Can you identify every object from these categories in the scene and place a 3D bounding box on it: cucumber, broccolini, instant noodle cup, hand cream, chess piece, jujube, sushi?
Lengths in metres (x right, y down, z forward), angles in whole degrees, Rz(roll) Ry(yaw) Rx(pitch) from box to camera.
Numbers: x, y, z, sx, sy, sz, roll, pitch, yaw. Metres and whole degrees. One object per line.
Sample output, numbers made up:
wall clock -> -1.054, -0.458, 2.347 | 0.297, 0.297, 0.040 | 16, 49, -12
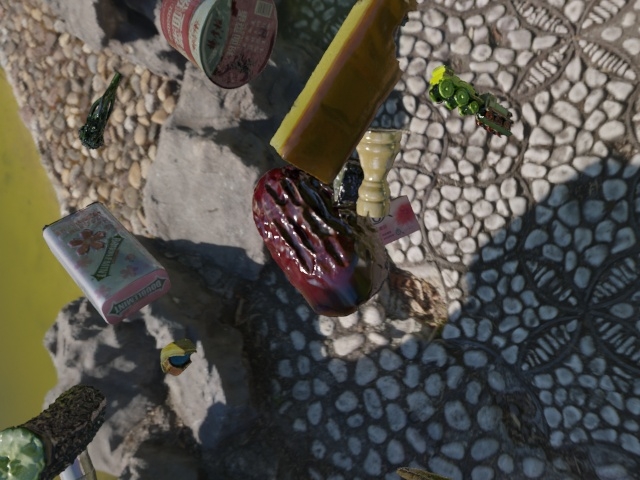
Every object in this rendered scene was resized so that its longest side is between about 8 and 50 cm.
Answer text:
cucumber -> -0.225, 0.165, 0.463 | 0.058, 0.187, 0.058 | 1, 86, -9
broccolini -> -0.547, -0.324, 1.357 | 0.068, 0.091, 0.203 | 19, 91, 5
instant noodle cup -> -0.239, -0.486, 1.246 | 0.178, 0.234, 0.235 | 33, 91, 26
hand cream -> -0.494, 0.612, 1.197 | 0.070, 0.111, 0.313 | -20, 94, -24
chess piece -> 0.078, -0.096, 0.772 | 0.066, 0.066, 0.122 | 11, 111, 20
jujube -> 0.000, 0.000, 1.247 | 0.258, 0.258, 0.377 | -33, 71, 10
sushi -> 0.066, -0.097, 0.962 | 0.084, 0.098, 0.094 | 12, 108, -6

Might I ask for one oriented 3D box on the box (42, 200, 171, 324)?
box -> -0.581, 0.045, 1.470 | 0.190, 0.112, 0.369 | -34, 55, -29

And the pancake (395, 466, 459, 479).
pancake -> 0.238, 0.461, 1.037 | 0.199, 0.199, 0.021 | 7, 72, 19

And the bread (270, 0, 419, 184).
bread -> 0.035, -0.180, 0.626 | 0.226, 0.088, 0.049 | -56, 37, 10

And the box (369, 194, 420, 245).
box -> 0.190, -0.052, 1.521 | 0.156, 0.060, 0.112 | -25, 95, -6

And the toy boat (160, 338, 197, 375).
toy boat -> -0.317, 0.263, 1.226 | 0.172, 0.064, 0.066 | -43, 58, 50

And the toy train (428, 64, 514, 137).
toy train -> 0.353, -0.312, 1.252 | 0.053, 0.249, 0.085 | -5, 68, 60
